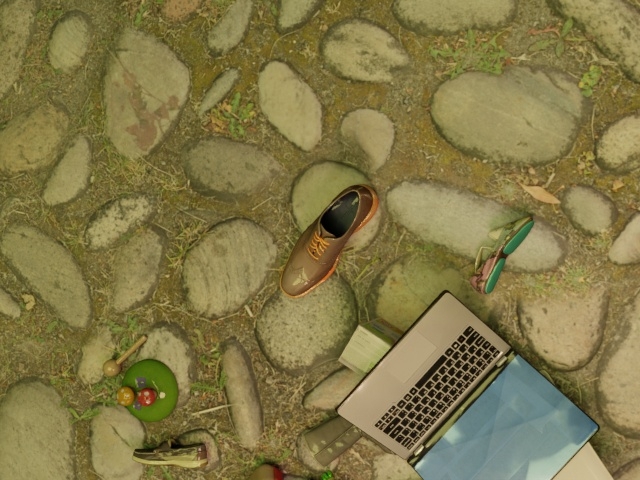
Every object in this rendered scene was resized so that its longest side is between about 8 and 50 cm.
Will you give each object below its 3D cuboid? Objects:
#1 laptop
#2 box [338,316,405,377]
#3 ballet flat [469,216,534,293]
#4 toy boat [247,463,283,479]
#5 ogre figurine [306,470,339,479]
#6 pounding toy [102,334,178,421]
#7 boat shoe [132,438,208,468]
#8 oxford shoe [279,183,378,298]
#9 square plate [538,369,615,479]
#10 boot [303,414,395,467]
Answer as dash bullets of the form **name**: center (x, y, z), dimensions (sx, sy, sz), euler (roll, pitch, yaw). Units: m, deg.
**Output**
- **laptop**: center (0.328, 0.402, 1.624), dimensions (0.408, 0.236, 0.382), euler (40, 94, -26)
- **box**: center (0.142, 0.269, 1.771), dimensions (0.114, 0.203, 0.103), euler (32, 100, 17)
- **ballet flat**: center (0.430, 0.025, 1.748), dimensions (0.079, 0.077, 0.221), euler (36, 103, 34)
- **toy boat**: center (-0.149, 0.728, 1.925), dimensions (0.151, 0.151, 0.231), euler (31, 102, -14)
- **ogre figurine**: center (0.045, 0.663, 1.855), dimensions (0.197, 0.118, 0.096), euler (25, 98, 16)
- **pounding toy**: center (-0.524, 0.415, 2.042), dimensions (0.183, 0.110, 0.237), euler (-38, 80, 15)
- **boat shoe**: center (-0.425, 0.598, 2.033), dimensions (0.224, 0.080, 0.073), euler (1, 86, 13)
- **oxford shoe**: center (0.000, 0.000, 1.850), dimensions (0.130, 0.133, 0.363), euler (38, 102, 13)
- **square plate**: center (0.471, 0.535, 1.682), dimensions (0.347, 0.049, 0.344), euler (-37, 48, 15)
- **boot**: center (0.078, 0.527, 1.865), dimensions (0.208, 0.076, 0.189), euler (-40, 65, 8)
